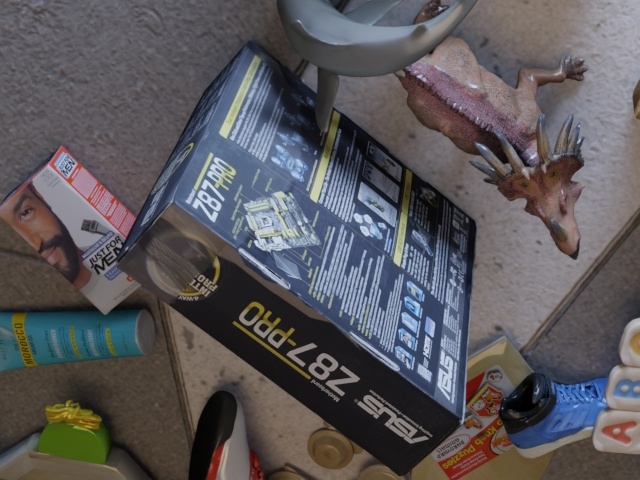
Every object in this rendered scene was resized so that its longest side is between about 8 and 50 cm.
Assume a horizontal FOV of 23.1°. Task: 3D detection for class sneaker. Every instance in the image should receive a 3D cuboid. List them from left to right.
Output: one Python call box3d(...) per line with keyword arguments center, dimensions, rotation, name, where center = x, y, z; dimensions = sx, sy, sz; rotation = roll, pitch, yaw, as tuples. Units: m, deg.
box3d(center=(-0.079, 0.306, 1.822), dimensions=(0.145, 0.090, 0.270), rotation=(6, 101, -17), name="sneaker")
box3d(center=(0.267, 0.173, 1.702), dimensions=(0.152, 0.058, 0.084), rotation=(-26, 124, 13), name="sneaker")

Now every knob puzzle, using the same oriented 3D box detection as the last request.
box3d(center=(0.182, 0.214, 1.761), dimensions=(0.213, 0.030, 0.213), rotation=(-3, 115, -6), name="knob puzzle")

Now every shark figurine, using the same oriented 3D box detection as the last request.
box3d(center=(0.037, -0.197, 1.430), dimensions=(0.278, 0.166, 0.116), rotation=(-2, 165, 44), name="shark figurine")

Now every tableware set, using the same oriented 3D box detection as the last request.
box3d(center=(0.020, 0.291, 1.840), dimensions=(0.141, 0.020, 0.168), rotation=(37, 121, -6), name="tableware set")

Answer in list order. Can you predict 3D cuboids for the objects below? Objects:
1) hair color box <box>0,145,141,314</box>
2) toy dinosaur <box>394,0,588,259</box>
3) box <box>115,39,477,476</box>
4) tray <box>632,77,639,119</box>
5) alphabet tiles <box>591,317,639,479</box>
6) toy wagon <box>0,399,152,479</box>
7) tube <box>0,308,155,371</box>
box3d(center=(-0.258, -0.010, 1.704), dimensions=(0.093, 0.053, 0.167), rotation=(-38, 105, 26), name="hair color box")
box3d(center=(0.146, -0.123, 1.493), dimensions=(0.296, 0.200, 0.127), rotation=(26, 119, -5), name="toy dinosaur")
box3d(center=(0.000, 0.000, 1.472), dimensions=(0.318, 0.395, 0.097), rotation=(39, 115, -13), name="box")
box3d(center=(0.468, -0.263, 1.441), dimensions=(0.203, 0.076, 0.411), rotation=(21, 120, -3), name="tray")
box3d(center=(0.441, 0.168, 1.673), dimensions=(0.278, 0.021, 0.284), rotation=(6, 119, -9), name="alphabet tiles")
box3d(center=(-0.295, 0.328, 1.884), dimensions=(0.267, 0.068, 0.344), rotation=(10, 118, 3), name="toy wagon")
box3d(center=(-0.291, 0.109, 1.781), dimensions=(0.207, 0.052, 0.080), rotation=(-5, 108, 19), name="tube")
